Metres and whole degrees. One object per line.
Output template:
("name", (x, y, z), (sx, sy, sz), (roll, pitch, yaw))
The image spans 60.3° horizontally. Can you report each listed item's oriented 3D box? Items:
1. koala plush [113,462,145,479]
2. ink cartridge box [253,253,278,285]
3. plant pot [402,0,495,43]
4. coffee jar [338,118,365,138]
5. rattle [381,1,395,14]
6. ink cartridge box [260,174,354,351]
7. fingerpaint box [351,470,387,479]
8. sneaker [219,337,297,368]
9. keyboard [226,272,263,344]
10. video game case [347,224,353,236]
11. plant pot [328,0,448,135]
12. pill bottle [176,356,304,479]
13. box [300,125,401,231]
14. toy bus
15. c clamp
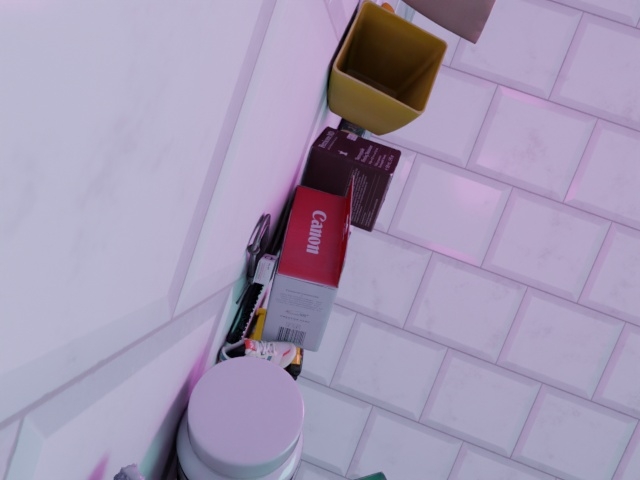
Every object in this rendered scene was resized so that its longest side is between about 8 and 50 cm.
("koala plush", (-0.221, 0.382, 0.599), (0.196, 0.203, 0.221), (-44, 122, -58))
("ink cartridge box", (-0.105, 0.057, 1.061), (0.083, 0.028, 0.048), (-69, 175, -81))
("plant pot", (0.267, -0.609, 1.231), (0.256, 0.274, 0.256), (20, 90, -85))
("coffee jar", (0.097, -0.335, 1.647), (0.096, 0.079, 0.184), (107, 4, -67))
("rattle", (0.172, -0.603, 1.677), (0.130, 0.143, 0.200), (-37, -171, -5))
("ink cartridge box", (-0.024, 0.029, 1.198), (0.309, 0.130, 0.272), (-82, -174, -51))
("fingerpaint box", (-0.097, 0.624, 1.009), (0.445, 0.163, 0.371), (6, 131, -43))
("sneaker", (-0.126, 0.227, 1.109), (0.075, 0.161, 0.057), (95, -15, -50))
("keyboard", (-0.151, 0.138, 1.174), (0.108, 0.023, 0.180), (93, 19, -75))
("video game case", (0.000, 0.000, 1.565), (0.210, 0.042, 0.232), (43, 62, -47))
("plant pot", (0.130, -0.365, 1.250), (0.212, 0.212, 0.187), (-68, -172, -23))
("pill bottle", (-0.153, 0.395, 1.021), (0.392, 0.224, 0.224), (106, 6, -46))
("box", (0.072, -0.155, 1.366), (0.168, 0.203, 0.167), (-63, 171, -57))
("toy bus", (-0.118, 0.244, 1.419), (0.220, 0.149, 0.211), (105, -9, -65))
("c clamp", (-0.121, 0.030, 1.048), (0.160, 0.022, 0.137), (105, 7, -51))
